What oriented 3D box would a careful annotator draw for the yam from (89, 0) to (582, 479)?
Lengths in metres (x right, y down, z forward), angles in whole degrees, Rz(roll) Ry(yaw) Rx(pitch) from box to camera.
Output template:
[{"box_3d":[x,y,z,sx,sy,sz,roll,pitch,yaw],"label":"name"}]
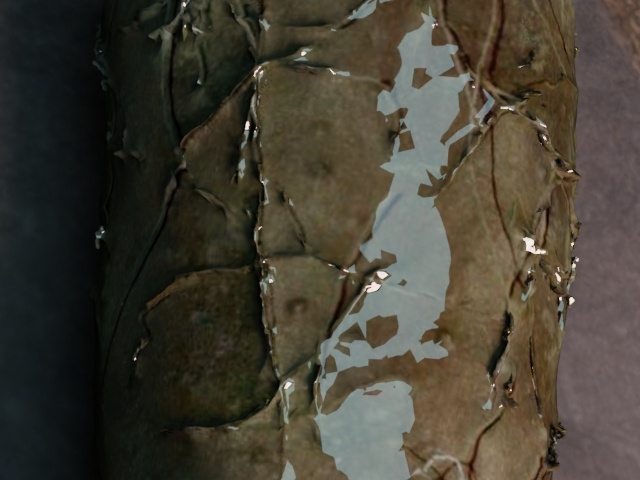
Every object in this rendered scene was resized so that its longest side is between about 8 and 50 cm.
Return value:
[{"box_3d":[0.000,0.000,0.669,0.241,0.241,0.348,9,72,-24],"label":"yam"}]
